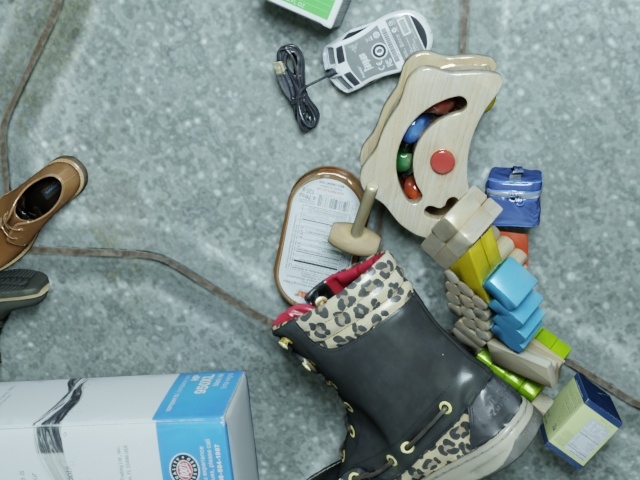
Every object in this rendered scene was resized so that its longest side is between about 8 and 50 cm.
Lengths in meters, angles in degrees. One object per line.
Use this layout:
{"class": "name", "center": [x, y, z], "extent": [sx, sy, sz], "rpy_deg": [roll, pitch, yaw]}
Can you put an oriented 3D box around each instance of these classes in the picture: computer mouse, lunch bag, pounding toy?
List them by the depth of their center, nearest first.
{"class": "pounding toy", "center": [0.128, -0.076, 1.058], "extent": [0.154, 0.155, 0.269], "rpy_deg": [22, 116, -9]}
{"class": "lunch bag", "center": [0.229, -0.056, 1.097], "extent": [0.067, 0.098, 0.065], "rpy_deg": [3, 104, 11]}
{"class": "computer mouse", "center": [0.043, -0.213, 1.102], "extent": [0.193, 0.042, 0.106], "rpy_deg": [-22, 107, 14]}

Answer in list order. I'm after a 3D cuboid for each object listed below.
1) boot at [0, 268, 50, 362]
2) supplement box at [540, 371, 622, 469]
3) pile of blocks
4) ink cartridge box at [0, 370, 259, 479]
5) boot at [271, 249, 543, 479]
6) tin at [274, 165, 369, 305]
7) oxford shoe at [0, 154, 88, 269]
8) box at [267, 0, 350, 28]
{"class": "boot", "center": [-0.433, 0.118, 1.243], "extent": [0.198, 0.077, 0.137], "rpy_deg": [-8, 110, 22]}
{"class": "supplement box", "center": [0.328, 0.229, 1.176], "extent": [0.056, 0.083, 0.083], "rpy_deg": [36, 106, -4]}
{"class": "pile of blocks", "center": [0.228, 0.074, 1.069], "extent": [0.149, 0.112, 0.362], "rpy_deg": [23, 148, 39]}
{"class": "ink cartridge box", "center": [-0.288, 0.339, 1.235], "extent": [0.395, 0.166, 0.285], "rpy_deg": [-3, 105, 6]}
{"class": "boot", "center": [0.046, 0.196, 1.141], "extent": [0.377, 0.138, 0.284], "rpy_deg": [-33, 99, 39]}
{"class": "tin", "center": [0.000, 0.000, 1.173], "extent": [0.106, 0.040, 0.190], "rpy_deg": [14, 107, 7]}
{"class": "oxford shoe", "center": [-0.393, -0.027, 1.189], "extent": [0.076, 0.076, 0.212], "rpy_deg": [45, 108, -9]}
{"class": "box", "center": [-0.011, -0.300, 1.050], "extent": [0.101, 0.102, 0.087], "rpy_deg": [24, 105, 0]}
